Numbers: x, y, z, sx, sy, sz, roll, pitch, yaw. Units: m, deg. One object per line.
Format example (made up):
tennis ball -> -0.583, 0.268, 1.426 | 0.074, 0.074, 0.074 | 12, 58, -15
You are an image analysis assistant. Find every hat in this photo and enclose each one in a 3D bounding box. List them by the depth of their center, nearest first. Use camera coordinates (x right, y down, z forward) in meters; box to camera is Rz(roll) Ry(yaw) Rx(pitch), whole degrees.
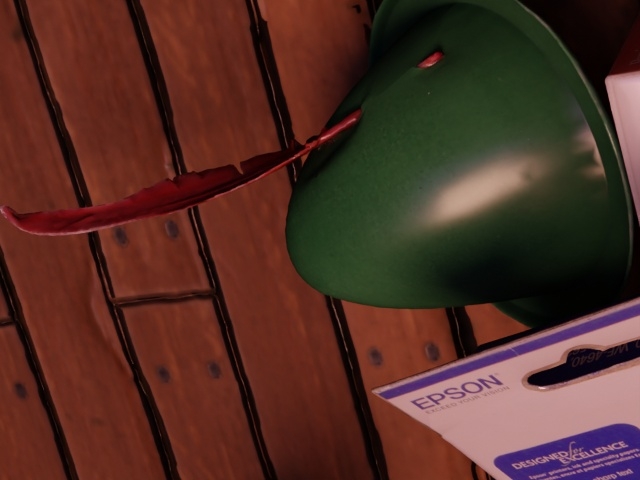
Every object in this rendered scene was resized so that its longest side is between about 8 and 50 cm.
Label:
hat -> 0.000, 0.000, 0.682 | 0.173, 0.183, 0.208 | 62, 157, 3

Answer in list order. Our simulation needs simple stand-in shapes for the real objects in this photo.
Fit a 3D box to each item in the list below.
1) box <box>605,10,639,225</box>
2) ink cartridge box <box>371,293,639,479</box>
box -> 0.214, -0.058, 0.638 | 0.170, 0.130, 0.091 | -9, 111, 23
ink cartridge box -> 0.184, 0.092, 0.664 | 0.165, 0.065, 0.332 | -21, 136, 33
